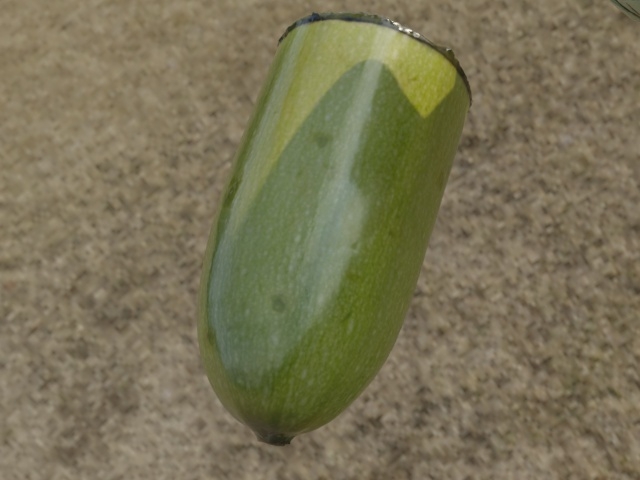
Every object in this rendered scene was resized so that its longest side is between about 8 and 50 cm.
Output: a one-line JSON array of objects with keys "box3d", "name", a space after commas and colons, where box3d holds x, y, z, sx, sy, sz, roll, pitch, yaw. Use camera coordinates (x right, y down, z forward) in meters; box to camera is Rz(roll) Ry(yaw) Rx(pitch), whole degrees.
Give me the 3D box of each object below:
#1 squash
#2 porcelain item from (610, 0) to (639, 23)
[{"box3d": [0.000, 0.000, 0.808, 0.133, 0.132, 0.247, -1, 62, 40], "name": "squash"}, {"box3d": [0.210, -0.216, 0.668, 0.253, 0.253, 0.253, -23, 37, 19], "name": "porcelain item"}]
